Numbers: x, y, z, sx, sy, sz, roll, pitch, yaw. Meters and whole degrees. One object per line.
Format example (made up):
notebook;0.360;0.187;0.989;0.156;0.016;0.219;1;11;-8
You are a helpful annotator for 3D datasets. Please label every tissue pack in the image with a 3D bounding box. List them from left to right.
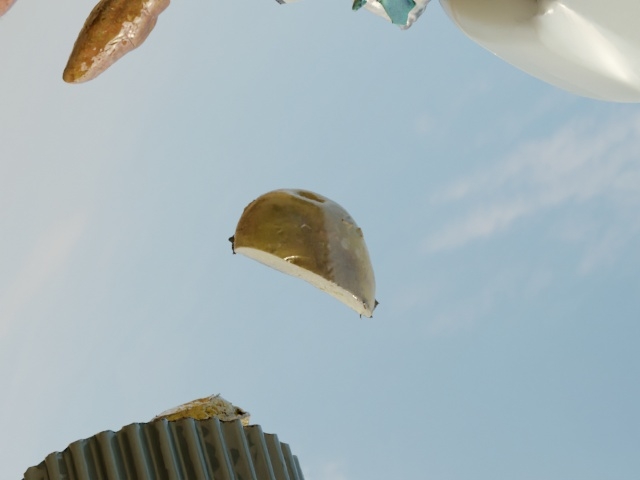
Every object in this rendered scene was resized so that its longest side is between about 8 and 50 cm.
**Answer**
tissue pack;0.242;-0.292;0.783;0.333;0.229;0.236;-64;-155;8

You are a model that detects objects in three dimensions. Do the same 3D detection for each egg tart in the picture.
egg tart;-0.204;0.297;1.525;0.191;0.191;0.074;-22;-95;52

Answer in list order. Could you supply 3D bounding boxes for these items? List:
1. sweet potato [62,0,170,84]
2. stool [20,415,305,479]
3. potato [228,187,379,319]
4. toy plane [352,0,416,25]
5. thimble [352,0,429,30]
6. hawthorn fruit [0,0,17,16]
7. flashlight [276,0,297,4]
sweet potato;-0.341;-0.348;1.581;0.252;0.097;0.097;-44;-150;22
stool;-0.109;0.359;0.760;0.297;0.297;0.330;-50;-140;22
potato;0.000;0.000;1.382;0.138;0.243;0.098;-64;-177;-18
toy plane;0.021;-0.328;1.048;0.060;0.235;0.096;-30;-165;36
thimble;0.083;-0.447;1.429;0.157;0.245;0.217;-53;175;24
hawthorn fruit;-0.535;-0.450;1.452;0.251;0.199;0.199;-30;-142;64
flashlight;-0.029;-0.316;1.219;0.083;0.018;0.018;9;-114;54
